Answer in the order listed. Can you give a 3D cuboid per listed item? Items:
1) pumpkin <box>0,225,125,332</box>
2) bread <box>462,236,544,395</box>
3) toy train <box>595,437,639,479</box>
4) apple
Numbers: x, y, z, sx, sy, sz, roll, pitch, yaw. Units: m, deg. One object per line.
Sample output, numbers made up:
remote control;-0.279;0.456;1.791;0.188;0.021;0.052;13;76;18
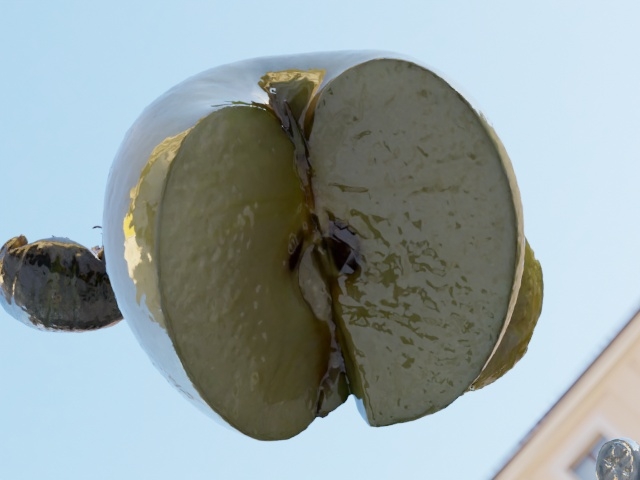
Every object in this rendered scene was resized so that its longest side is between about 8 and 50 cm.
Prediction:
pumpkin;-0.261;0.047;2.091;0.183;0.107;0.119;-13;-55;-24
bread;0.097;0.054;1.767;0.197;0.170;0.197;-7;-79;-37
toy train;0.247;0.184;1.195;0.089;0.127;0.219;10;-16;-35
apple;-0.010;-0.005;1.374;0.295;0.233;0.257;-15;-69;-9
